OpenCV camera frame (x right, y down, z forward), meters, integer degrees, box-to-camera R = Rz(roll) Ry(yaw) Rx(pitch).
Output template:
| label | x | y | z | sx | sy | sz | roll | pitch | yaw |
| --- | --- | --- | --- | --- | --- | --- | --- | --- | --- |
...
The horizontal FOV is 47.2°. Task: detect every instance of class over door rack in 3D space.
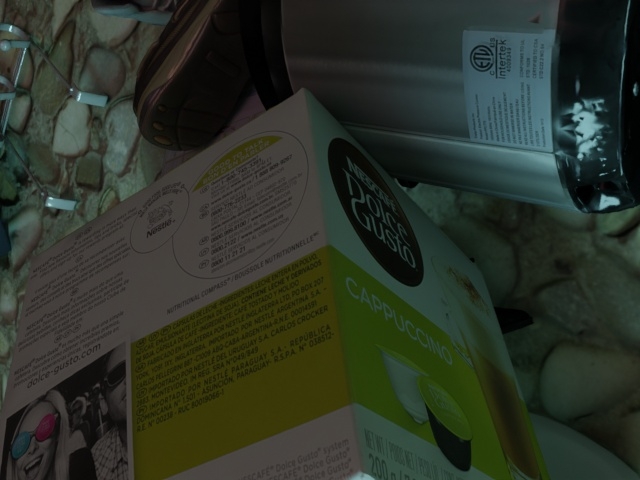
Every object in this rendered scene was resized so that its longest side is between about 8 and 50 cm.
| label | x | y | z | sx | sy | sz | roll | pitch | yaw |
| --- | --- | --- | --- | --- | --- | --- | --- | --- | --- |
| over door rack | -0.556 | -0.241 | 1.375 | 0.324 | 0.108 | 0.239 | 38 | 116 | 28 |

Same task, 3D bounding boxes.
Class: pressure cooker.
| label | x | y | z | sx | sy | sz | roll | pitch | yaw |
| --- | --- | --- | --- | --- | --- | --- | --- | --- | --- |
| pressure cooker | 0.124 | -0.235 | 0.692 | 0.420 | 0.375 | 0.370 | 13 | 94 | 33 |

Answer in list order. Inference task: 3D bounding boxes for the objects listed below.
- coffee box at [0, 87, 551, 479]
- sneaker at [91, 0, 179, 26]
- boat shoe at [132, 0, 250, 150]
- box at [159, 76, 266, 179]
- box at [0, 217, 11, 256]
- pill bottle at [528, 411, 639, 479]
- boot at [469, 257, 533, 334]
| label | x | y | z | sx | sy | sz | roll | pitch | yaw |
| --- | --- | --- | --- | --- | --- | --- | --- | --- | --- |
| coffee box | -0.034 | 0.144 | 0.653 | 0.338 | 0.337 | 0.334 | -28 | 46 | 23 |
| sneaker | -0.184 | -0.341 | 1.022 | 0.365 | 0.210 | 0.137 | 26 | 109 | 32 |
| boat shoe | -0.116 | -0.276 | 0.889 | 0.355 | 0.132 | 0.130 | -46 | 53 | 9 |
| box | -0.081 | -0.128 | 0.967 | 0.262 | 0.126 | 0.231 | -15 | 58 | 37 |
| box | -0.845 | -0.132 | 1.469 | 0.395 | 0.212 | 0.294 | 36 | 143 | 29 |
| pill bottle | 0.182 | 0.411 | 0.806 | 0.229 | 0.229 | 0.408 | 36 | 114 | 29 |
| boot | 0.188 | 0.070 | 0.887 | 0.121 | 0.045 | 0.099 | -20 | 79 | 37 |
